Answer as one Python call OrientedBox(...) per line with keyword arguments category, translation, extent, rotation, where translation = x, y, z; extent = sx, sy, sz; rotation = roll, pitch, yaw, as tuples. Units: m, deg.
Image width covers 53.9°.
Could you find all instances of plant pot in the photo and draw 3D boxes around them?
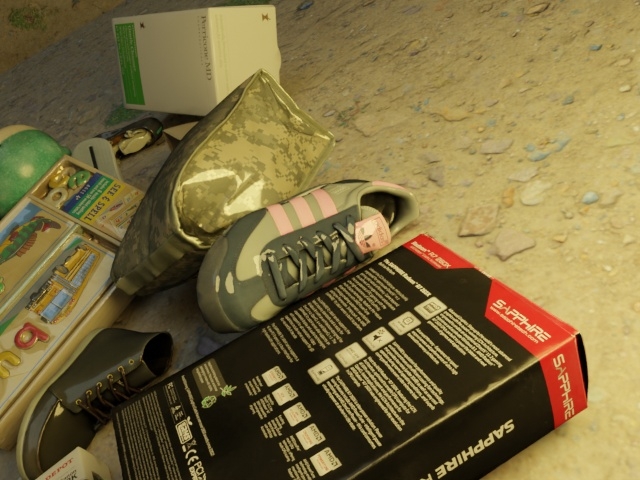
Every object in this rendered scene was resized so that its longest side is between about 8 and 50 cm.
OrientedBox(category="plant pot", translation=(-0.195, -0.154, 1.098), extent=(0.096, 0.109, 0.109), rotation=(-33, 35, -21))

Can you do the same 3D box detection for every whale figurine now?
OrientedBox(category="whale figurine", translation=(-0.517, -0.082, 1.147), extent=(0.141, 0.272, 0.216), rotation=(29, 63, 14))

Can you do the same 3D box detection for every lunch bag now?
OrientedBox(category="lunch bag", translation=(-0.144, -0.051, 0.845), extent=(0.235, 0.169, 0.287), rotation=(-27, 27, 50))

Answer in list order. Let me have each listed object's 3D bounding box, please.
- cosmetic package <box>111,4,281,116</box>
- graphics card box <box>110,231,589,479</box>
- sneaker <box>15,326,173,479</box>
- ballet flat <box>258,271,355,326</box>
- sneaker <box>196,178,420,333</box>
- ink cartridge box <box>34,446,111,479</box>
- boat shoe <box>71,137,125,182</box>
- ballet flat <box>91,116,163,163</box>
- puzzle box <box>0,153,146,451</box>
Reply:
OrientedBox(category="cosmetic package", translation=(-0.250, -0.354, 1.247), extent=(0.155, 0.196, 0.366), rotation=(-18, 22, -39))
OrientedBox(category="graphics card box", translation=(0.012, 0.149, 0.561), extent=(0.371, 0.094, 0.233), rotation=(-28, 31, -13))
OrientedBox(category="sneaker", translation=(-0.274, 0.194, 0.774), extent=(0.118, 0.083, 0.222), rotation=(-8, 42, 27))
OrientedBox(category="ballet flat", translation=(0.007, 0.082, 0.746), extent=(0.173, 0.057, 0.049), rotation=(-23, -2, 9))
OrientedBox(category="sneaker", translation=(0.000, 0.000, 0.702), extent=(0.131, 0.112, 0.319), rotation=(-3, 23, 36))
OrientedBox(category="ink cartridge box", translation=(-0.269, 0.305, 0.668), extent=(0.099, 0.056, 0.135), rotation=(-38, 38, -7))
OrientedBox(category="boat shoe", translation=(-0.373, -0.057, 1.113), extent=(0.109, 0.094, 0.302), rotation=(-17, 53, -6))
OrientedBox(category="ballet flat", translation=(-0.427, -0.200, 1.334), extent=(0.203, 0.074, 0.074), rotation=(-21, 38, 10))
OrientedBox(category="puzzle box", translation=(-0.423, 0.069, 0.948), extent=(0.272, 0.052, 0.408), rotation=(24, 66, 24))
